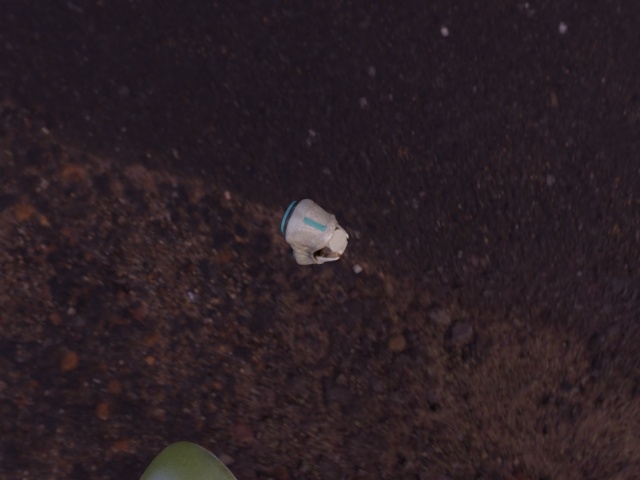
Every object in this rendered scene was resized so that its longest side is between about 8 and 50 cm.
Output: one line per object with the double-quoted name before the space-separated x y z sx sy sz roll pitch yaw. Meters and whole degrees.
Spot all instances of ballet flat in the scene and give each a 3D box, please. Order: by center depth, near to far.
"ballet flat" 0.000 0.000 0.962 0.052 0.168 0.057 23 88 9

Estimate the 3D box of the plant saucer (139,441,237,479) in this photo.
"plant saucer" -0.097 0.277 0.790 0.037 0.241 0.241 -10 65 -34
